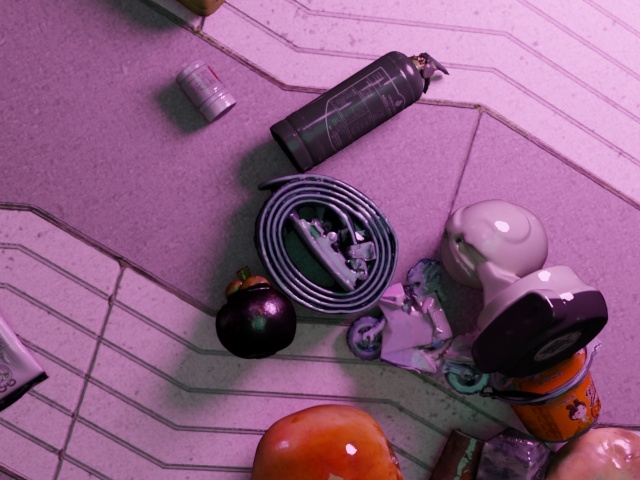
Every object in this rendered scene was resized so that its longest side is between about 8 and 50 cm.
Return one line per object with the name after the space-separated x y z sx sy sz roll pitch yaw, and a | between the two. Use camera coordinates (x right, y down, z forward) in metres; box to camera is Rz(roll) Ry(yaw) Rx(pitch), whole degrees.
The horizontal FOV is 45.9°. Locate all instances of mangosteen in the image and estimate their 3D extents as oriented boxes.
-0.108 0.115 1.211 0.137 0.137 0.151 -13 76 -5 | mangosteen

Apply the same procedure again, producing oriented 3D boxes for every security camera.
0.301 0.057 1.196 0.191 0.197 0.277 0 51 -40 | security camera

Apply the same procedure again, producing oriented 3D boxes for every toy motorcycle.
0.181 0.129 1.248 0.239 0.108 0.204 18 89 -6 | toy motorcycle

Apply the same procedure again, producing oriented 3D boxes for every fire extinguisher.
0.074 -0.225 1.245 0.311 0.095 0.114 -34 138 -3 | fire extinguisher

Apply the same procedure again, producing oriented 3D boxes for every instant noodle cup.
0.382 0.252 1.249 0.208 0.178 0.126 -22 109 25 | instant noodle cup

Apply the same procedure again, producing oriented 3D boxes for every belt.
0.000 0.000 1.224 0.267 0.116 0.206 39 87 -7 | belt

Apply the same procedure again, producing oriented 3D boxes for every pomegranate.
-0.006 0.385 1.178 0.270 0.229 0.252 -19 101 6 | pomegranate

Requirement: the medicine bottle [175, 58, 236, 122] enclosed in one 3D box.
-0.186 -0.244 1.232 0.058 0.058 0.091 -39 94 -4 | medicine bottle

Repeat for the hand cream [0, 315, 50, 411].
-0.575 0.119 1.201 0.121 0.076 0.336 -31 100 1 | hand cream

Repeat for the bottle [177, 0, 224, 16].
-0.258 -0.472 1.196 0.260 0.112 0.112 36 87 -5 | bottle

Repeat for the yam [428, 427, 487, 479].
0.229 0.393 1.275 0.079 0.079 0.141 23 88 -6 | yam

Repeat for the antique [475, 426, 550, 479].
0.309 0.405 1.241 0.086 0.088 0.183 18 106 35 | antique

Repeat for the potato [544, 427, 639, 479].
0.460 0.421 1.280 0.161 0.128 0.235 27 92 10 | potato
